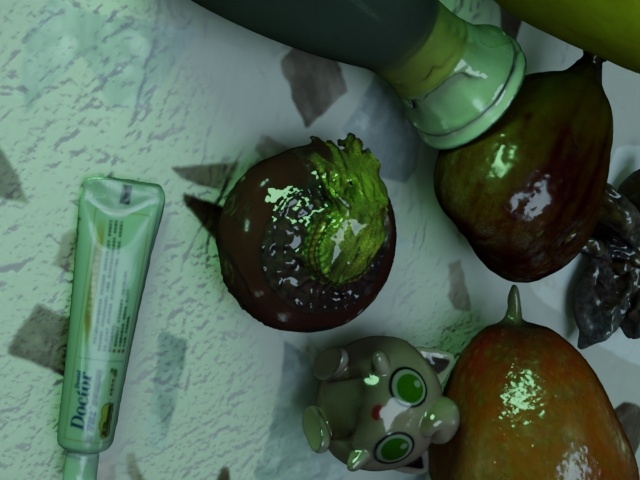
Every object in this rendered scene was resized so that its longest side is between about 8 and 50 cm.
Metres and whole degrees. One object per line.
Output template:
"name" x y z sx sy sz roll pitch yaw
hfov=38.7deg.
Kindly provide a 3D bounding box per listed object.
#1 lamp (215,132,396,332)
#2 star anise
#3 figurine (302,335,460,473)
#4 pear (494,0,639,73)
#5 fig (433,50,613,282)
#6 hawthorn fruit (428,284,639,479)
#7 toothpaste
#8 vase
"lamp" -0.004 0.001 0.746 0.156 0.135 0.157 -23 114 -23
"star anise" 0.344 0.009 0.980 0.196 0.073 0.212 -26 115 -19
"figurine" 0.056 0.148 0.821 0.138 0.125 0.125 15 93 -26
"pear" 0.239 -0.322 0.675 0.362 0.362 0.418 -23 83 -23
"fig" 0.207 -0.101 0.835 0.170 0.145 0.274 32 84 -45
"hawthorn fruit" 0.194 0.168 0.869 0.199 0.199 0.251 -7 91 -28
"toothpaste" -0.173 0.077 0.726 0.067 0.037 0.256 8 94 -25
"vase" 0.020 -0.198 0.711 0.321 0.173 0.173 33 84 -37
